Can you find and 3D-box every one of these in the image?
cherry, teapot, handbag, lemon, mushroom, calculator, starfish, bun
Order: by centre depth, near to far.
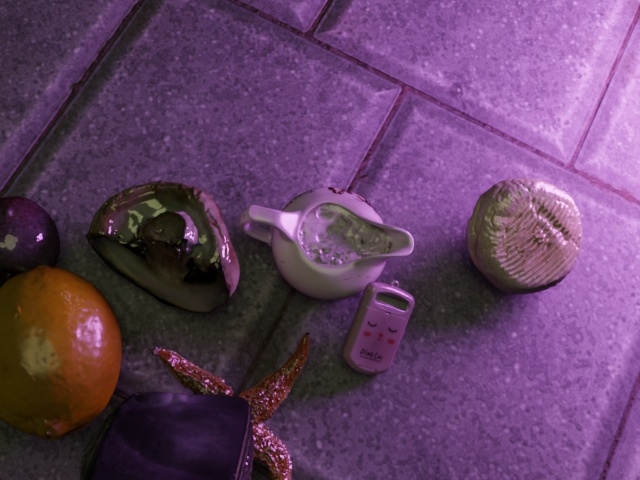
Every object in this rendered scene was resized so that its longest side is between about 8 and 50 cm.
[{"bbox_3d":[-0.227,0.390,1.242,0.247,0.341,0.240,4,111,-2],"label":"handbag"},{"bbox_3d":[-0.436,0.178,1.371,0.235,0.236,0.263,16,76,0],"label":"lemon"},{"bbox_3d":[-0.177,0.278,1.436,0.293,0.084,0.302,10,76,-3],"label":"starfish"},{"bbox_3d":[-0.534,0.000,1.471,0.176,0.140,0.176,-3,61,6],"label":"cherry"},{"bbox_3d":[-0.248,0.002,1.483,0.266,0.190,0.164,9,52,22],"label":"mushroom"},{"bbox_3d":[0.102,0.152,1.500,0.100,0.032,0.175,19,93,-25],"label":"calculator"},{"bbox_3d":[0.000,0.000,1.524,0.299,0.166,0.209,11,81,-13],"label":"teapot"},{"bbox_3d":[0.364,-0.010,1.572,0.220,0.134,0.221,-2,98,-13],"label":"bun"}]
